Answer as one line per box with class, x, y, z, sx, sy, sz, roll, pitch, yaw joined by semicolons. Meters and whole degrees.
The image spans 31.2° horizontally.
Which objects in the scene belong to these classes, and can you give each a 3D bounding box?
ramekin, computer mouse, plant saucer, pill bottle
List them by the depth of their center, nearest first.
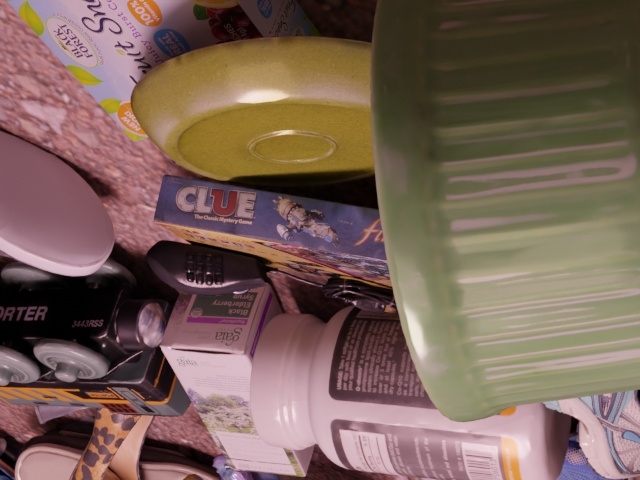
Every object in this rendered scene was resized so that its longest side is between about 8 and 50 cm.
ramekin;0.145;-0.041;0.723;0.148;0.303;0.303;-6;136;19
plant saucer;-0.021;-0.084;0.858;0.241;0.037;0.241;-2;165;0
computer mouse;-0.038;0.043;1.028;0.242;0.041;0.071;12;171;-3
pill bottle;0.086;0.141;1.077;0.278;0.162;0.162;3;139;23

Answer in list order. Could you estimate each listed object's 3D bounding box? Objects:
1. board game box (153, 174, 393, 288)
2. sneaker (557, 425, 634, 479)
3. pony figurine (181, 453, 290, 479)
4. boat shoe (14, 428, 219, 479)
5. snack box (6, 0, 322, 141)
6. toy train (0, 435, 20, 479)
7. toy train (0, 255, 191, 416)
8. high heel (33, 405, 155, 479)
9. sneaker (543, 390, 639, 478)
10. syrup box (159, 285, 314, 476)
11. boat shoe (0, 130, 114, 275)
board game box;0.000;0.000;0.978;0.243;0.042;0.165;10;172;12
sneaker;0.269;0.306;1.203;0.130;0.147;0.330;-4;139;25
pony figurine;-0.009;0.391;1.301;0.363;0.351;0.303;39;179;23
boat shoe;-0.227;0.312;1.501;0.335;0.095;0.112;14;107;1
snack box;-0.128;-0.182;0.848;0.174;0.070;0.207;-11;133;33
toy train;-0.419;0.349;1.602;0.080;0.105;0.184;-14;132;32
toy train;-0.287;0.114;1.239;0.334;0.142;0.190;-4;146;28
high heel;-0.216;0.272;1.366;0.186;0.093;0.261;-18;104;28
sneaker;0.282;0.142;0.988;0.122;0.110;0.283;1;156;36
syrup box;-0.076;0.147;1.208;0.093;0.096;0.237;1;138;20
boat shoe;-0.338;-0.044;1.083;0.301;0.108;0.102;27;142;-5
